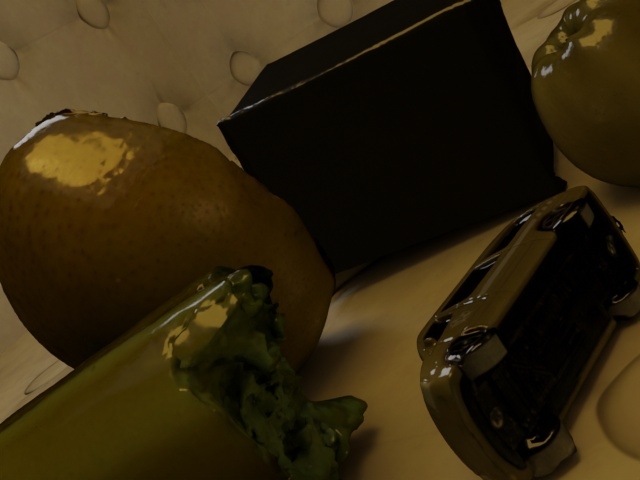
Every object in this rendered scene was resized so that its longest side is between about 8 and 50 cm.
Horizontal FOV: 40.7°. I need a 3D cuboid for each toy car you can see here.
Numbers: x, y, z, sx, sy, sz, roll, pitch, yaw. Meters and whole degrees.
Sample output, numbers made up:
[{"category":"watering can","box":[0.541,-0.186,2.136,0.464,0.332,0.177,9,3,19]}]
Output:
[{"category":"toy car","box":[0.145,0.068,0.644,0.124,0.101,0.256,-26,14,49]}]

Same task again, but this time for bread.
[{"category":"bread","box":[-0.155,0.186,0.720,0.376,0.208,0.251,-31,1,11]}]

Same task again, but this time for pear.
[{"category":"pear","box":[-0.186,0.058,0.928,0.340,0.386,0.191,-46,19,49]}]

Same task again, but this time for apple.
[{"category":"apple","box":[0.303,-0.146,0.837,0.200,0.200,0.200,-33,14,9]}]

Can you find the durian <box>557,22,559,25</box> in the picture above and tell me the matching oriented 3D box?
[{"category":"durian","box":[0.375,-0.253,1.174,0.107,0.132,0.375,-55,-6,38]}]

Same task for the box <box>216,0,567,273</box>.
[{"category":"box","box":[0.095,-0.146,1.071,0.345,0.251,0.204,-20,24,26]}]

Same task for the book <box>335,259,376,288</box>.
[{"category":"book","box":[0.000,0.000,1.352,0.300,0.039,0.428,-36,14,-3]}]
